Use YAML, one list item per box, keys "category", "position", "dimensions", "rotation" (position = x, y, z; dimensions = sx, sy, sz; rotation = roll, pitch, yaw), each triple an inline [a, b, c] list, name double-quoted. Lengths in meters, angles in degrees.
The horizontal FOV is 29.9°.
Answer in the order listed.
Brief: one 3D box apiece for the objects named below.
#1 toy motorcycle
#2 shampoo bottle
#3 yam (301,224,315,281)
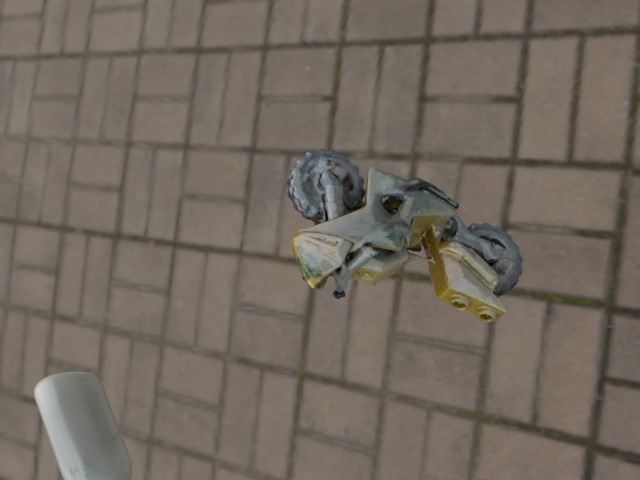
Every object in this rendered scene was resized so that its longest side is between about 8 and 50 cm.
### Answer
- category: "toy motorcycle"
  position: [0.067, 0.011, 1.058]
  dimensions: [0.094, 0.229, 0.130]
  rotation: [126, 165, -55]
- category: "shampoo bottle"
  position: [-0.289, 0.273, 1.523]
  dimensions: [0.051, 0.108, 0.221]
  rotation: [-37, 66, 27]
- category: "yam"
  position: [0.000, 0.000, 1.722]
  dimensions: [0.027, 0.033, 0.129]
  rotation: [-1, 65, 34]
